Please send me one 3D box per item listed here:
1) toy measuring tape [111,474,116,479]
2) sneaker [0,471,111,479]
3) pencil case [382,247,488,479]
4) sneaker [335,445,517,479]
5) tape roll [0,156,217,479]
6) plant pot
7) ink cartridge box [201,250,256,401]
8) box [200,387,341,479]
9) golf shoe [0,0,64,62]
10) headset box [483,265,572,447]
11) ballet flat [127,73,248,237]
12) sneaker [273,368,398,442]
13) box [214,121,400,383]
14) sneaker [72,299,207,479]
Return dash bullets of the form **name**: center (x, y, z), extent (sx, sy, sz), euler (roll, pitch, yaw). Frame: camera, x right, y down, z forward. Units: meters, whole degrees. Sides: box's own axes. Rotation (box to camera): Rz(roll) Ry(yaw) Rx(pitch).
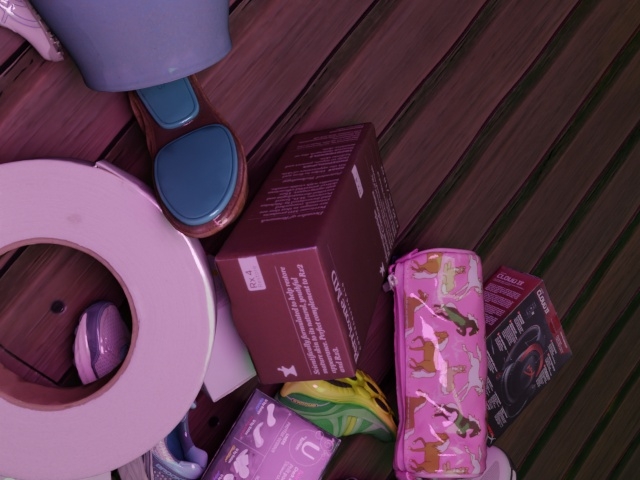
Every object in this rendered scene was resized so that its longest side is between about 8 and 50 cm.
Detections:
- **toy measuring tape**: center (-0.385, 0.489, 1.161), extent (0.121, 0.121, 0.330), euler (24, 73, -38)
- **sneaker**: center (-0.369, 0.358, 1.116), extent (0.169, 0.108, 0.293), euler (11, 96, -34)
- **pencil case**: center (0.194, 0.207, 1.371), extent (0.160, 0.167, 0.387), euler (21, 66, -74)
- **sneaker**: center (0.170, 0.490, 1.501), extent (0.447, 0.169, 0.258), euler (-38, 124, -18)
- **tape roll**: center (-0.317, 0.092, 0.982), extent (0.391, 0.072, 0.392), euler (-1, 98, -4)
- **plant pot**: center (-0.216, -0.314, 0.924), extent (0.271, 0.271, 0.255), euler (-27, 120, -26)
- **ink cartridge box**: center (-0.157, 0.113, 1.149), extent (0.127, 0.176, 0.128), euler (-33, 120, -24)
- **box**: center (-0.077, 0.332, 1.199), extent (0.142, 0.247, 0.163), euler (30, 73, 4)
- **golf shoe**: center (-0.373, -0.276, 0.963), extent (0.086, 0.069, 0.176), euler (-31, 120, 0)
- **headset box**: center (0.347, 0.210, 1.581), extent (0.293, 0.110, 0.218), euler (-43, 124, -18)
- **ballet flat**: center (-0.156, -0.102, 1.011), extent (0.116, 0.342, 0.124), euler (-27, 140, -5)
- **sneaker**: center (0.029, 0.282, 1.398), extent (0.123, 0.109, 0.295), euler (-41, 134, 16)
- **box**: center (0.000, 0.000, 1.123), extent (0.381, 0.143, 0.191), euler (-65, 143, -55)
- **sneaker**: center (-0.232, 0.205, 1.118), extent (0.110, 0.122, 0.283), euler (-41, 113, -63)
